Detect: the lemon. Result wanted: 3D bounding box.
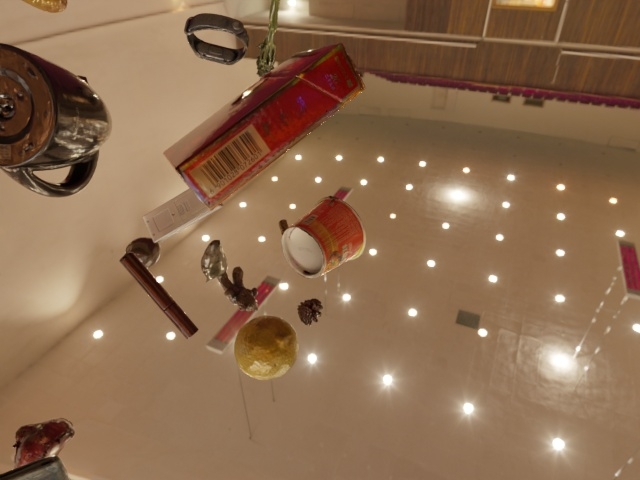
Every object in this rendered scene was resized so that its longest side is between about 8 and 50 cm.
[{"bbox_3d":[-0.210,0.413,1.667,0.266,0.268,0.267,0,-144,0],"label":"lemon"}]

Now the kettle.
[{"bbox_3d":[-0.550,-0.222,0.883,0.207,0.269,0.290,8,-172,1],"label":"kettle"}]

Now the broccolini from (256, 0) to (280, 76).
[{"bbox_3d":[-0.176,-0.730,1.469,0.073,0.392,0.079,26,-124,1],"label":"broccolini"}]

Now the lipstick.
[{"bbox_3d":[-0.555,0.190,1.486,0.057,0.357,0.057,-38,-172,6],"label":"lipstick"}]

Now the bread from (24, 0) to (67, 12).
[{"bbox_3d":[-0.841,-0.757,1.228,0.239,0.139,0.240,29,-176,-2],"label":"bread"}]

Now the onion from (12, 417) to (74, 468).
[{"bbox_3d":[-0.884,0.633,1.354,0.184,0.147,0.184,-41,-167,12],"label":"onion"}]

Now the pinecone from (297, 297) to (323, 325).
[{"bbox_3d":[-0.041,0.267,1.655,0.102,0.102,0.109,11,-143,15],"label":"pinecone"}]

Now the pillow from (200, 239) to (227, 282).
[{"bbox_3d":[-0.315,0.071,1.263,0.051,0.241,0.093,30,-112,4],"label":"pillow"}]

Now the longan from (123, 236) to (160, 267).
[{"bbox_3d":[-0.904,0.063,2.192,0.189,0.189,0.189,0,-144,0],"label":"longan"}]

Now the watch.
[{"bbox_3d":[-0.340,-0.662,1.414,0.206,0.193,0.069,12,-106,-16],"label":"watch"}]

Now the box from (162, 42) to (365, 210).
[{"bbox_3d":[-0.104,-0.197,0.717,0.313,0.089,0.197,-40,-152,-9],"label":"box"}]

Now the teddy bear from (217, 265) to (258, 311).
[{"bbox_3d":[-0.367,0.230,1.928,0.181,0.129,0.251,-7,-135,-40],"label":"teddy bear"}]

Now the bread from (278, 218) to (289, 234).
[{"bbox_3d":[-0.180,-0.066,2.132,0.049,0.033,0.088,-22,-109,15],"label":"bread"}]

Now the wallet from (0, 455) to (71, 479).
[{"bbox_3d":[-0.326,0.306,0.491,0.088,0.130,0.026,-17,-152,-24],"label":"wallet"}]

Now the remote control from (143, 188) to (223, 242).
[{"bbox_3d":[-0.472,-0.099,1.477,0.277,0.103,0.055,-28,172,13],"label":"remote control"}]

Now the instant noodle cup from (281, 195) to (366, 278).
[{"bbox_3d":[0.000,0.000,1.250,0.213,0.214,0.174,25,-140,31],"label":"instant noodle cup"}]
